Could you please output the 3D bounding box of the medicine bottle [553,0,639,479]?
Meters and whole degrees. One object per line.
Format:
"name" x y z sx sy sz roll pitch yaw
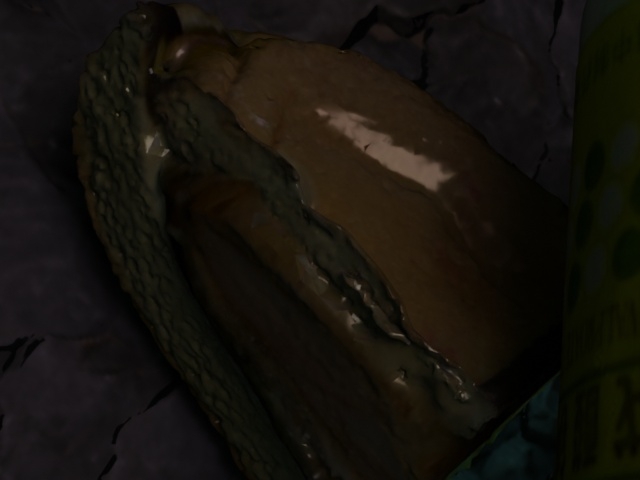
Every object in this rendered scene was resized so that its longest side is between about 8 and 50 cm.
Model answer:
"medicine bottle" 0.179 0.086 0.588 0.213 0.213 0.378 13 70 -22

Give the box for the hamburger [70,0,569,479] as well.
"hamburger" 0.000 0.000 0.725 0.208 0.135 0.155 43 40 6
